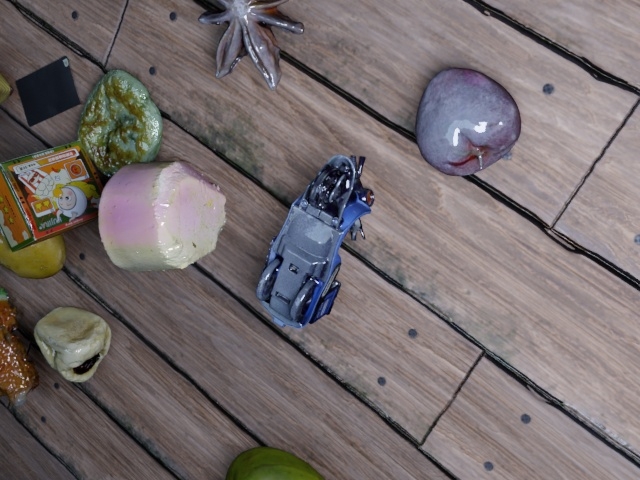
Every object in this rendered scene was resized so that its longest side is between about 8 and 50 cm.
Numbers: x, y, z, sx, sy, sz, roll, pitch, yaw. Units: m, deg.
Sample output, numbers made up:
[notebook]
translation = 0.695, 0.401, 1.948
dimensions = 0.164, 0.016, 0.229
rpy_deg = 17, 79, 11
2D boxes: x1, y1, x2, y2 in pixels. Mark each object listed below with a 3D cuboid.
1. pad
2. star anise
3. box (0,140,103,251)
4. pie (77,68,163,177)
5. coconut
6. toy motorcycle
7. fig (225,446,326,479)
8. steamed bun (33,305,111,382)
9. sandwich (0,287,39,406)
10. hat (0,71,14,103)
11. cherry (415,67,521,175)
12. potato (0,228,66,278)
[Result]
[pad]
translation = -0.641, -0.347, 1.702
dimensions = 0.193, 0.004, 0.116
rpy_deg = -14, 93, 31
[star anise]
translation = -0.122, -0.408, 1.348
dimensions = 0.198, 0.110, 0.257
rpy_deg = 20, 118, 8
[box]
translation = -0.603, -0.099, 1.601
dimensions = 0.148, 0.195, 0.177
rpy_deg = -16, 99, 46
[pie]
translation = -0.440, -0.250, 1.584
dimensions = 0.240, 0.054, 0.240
rpy_deg = 8, 107, 28
[coconut]
translation = -0.331, -0.047, 1.476
dimensions = 0.245, 0.233, 0.233
rpy_deg = 1, 101, 35
[toy motorcycle]
translation = 0.000, 0.000, 1.312
dimensions = 0.125, 0.212, 0.358
rpy_deg = 31, 118, 18
[fig]
translation = -0.085, 0.527, 1.494
dimensions = 0.225, 0.203, 0.203
rpy_deg = 2, 105, -12
[steamed bun]
translation = -0.589, 0.262, 1.741
dimensions = 0.172, 0.141, 0.155
rpy_deg = 24, 125, 26
[sandwich]
translation = -0.847, 0.299, 1.867
dimensions = 0.301, 0.162, 0.250
rpy_deg = 47, 123, 15
[hat]
translation = -0.778, -0.364, 1.738
dimensions = 0.193, 0.082, 0.193
rpy_deg = -177, 90, -67
[cherry]
translation = 0.232, -0.189, 1.178
dimensions = 0.176, 0.140, 0.176
rpy_deg = -11, 71, 35
[potato]
translation = -0.678, 0.018, 1.715
dimensions = 0.158, 0.178, 0.203
rpy_deg = 46, 127, 0
